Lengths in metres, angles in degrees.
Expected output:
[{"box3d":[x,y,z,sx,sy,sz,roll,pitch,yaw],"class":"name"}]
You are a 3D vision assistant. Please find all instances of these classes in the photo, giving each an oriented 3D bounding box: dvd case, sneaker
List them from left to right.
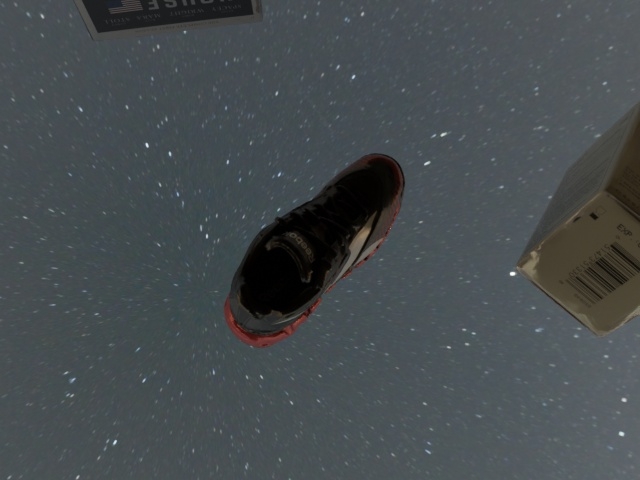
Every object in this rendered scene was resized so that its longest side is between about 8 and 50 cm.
[{"box3d":[-0.150,-0.267,0.688,0.179,0.238,0.029,-7,-111,-2],"class":"dvd case"},{"box3d":[0.000,0.000,0.851,0.097,0.135,0.276,42,-102,9],"class":"sneaker"}]

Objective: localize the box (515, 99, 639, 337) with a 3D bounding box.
[{"box3d":[0.340,-0.030,0.861,0.127,0.148,0.232,40,-134,2],"class":"box"}]
